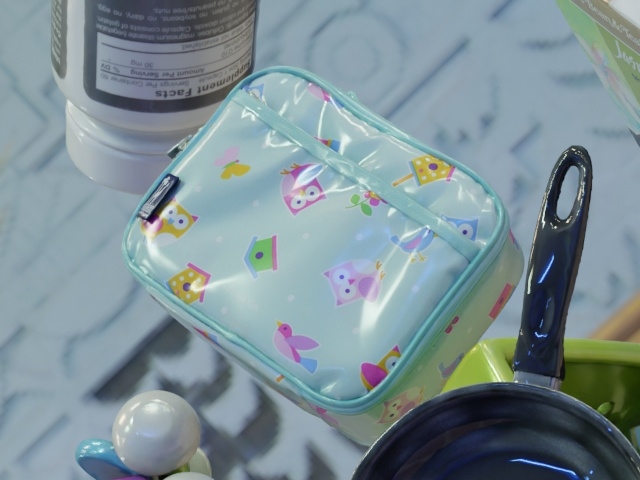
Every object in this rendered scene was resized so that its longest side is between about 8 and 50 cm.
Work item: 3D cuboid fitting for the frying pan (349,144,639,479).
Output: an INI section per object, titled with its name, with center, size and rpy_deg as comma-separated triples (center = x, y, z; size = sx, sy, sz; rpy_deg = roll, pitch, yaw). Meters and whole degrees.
[frying pan]
center = 0.095, 0.120, 1.168
size = 0.197, 0.326, 0.053
rpy_deg = -14, -23, 15

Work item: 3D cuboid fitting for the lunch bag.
[lunch bag]
center = 0.000, 0.000, 1.491
size = 0.224, 0.279, 0.108
rpy_deg = -52, -28, -8

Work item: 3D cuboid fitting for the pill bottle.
[pill bottle]
center = -0.159, -0.235, 1.913
size = 0.204, 0.204, 0.361
rpy_deg = -45, -28, -45

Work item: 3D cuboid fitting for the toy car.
[toy car]
center = -0.151, 0.229, 1.698
size = 0.136, 0.182, 0.159
rpy_deg = -20, -26, -8

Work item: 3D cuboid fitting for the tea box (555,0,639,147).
[tea box]
center = 0.387, -0.175, 1.474
size = 0.329, 0.323, 0.220
rpy_deg = -39, 37, 0

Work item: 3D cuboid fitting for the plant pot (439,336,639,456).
[plant pot]
center = 0.173, 0.216, 1.330
size = 0.228, 0.227, 0.207
rpy_deg = 5, -47, -42
